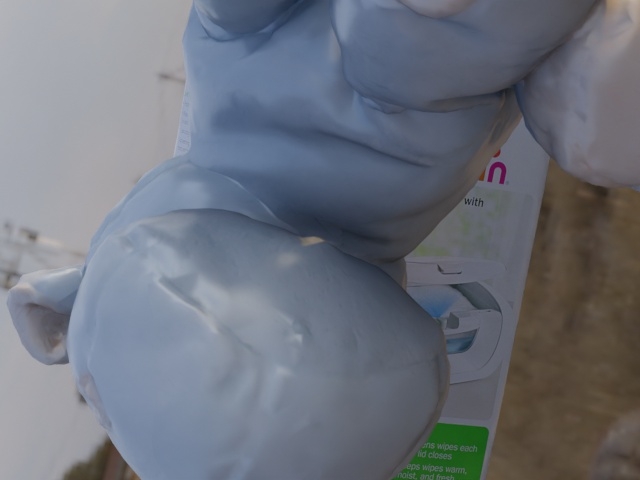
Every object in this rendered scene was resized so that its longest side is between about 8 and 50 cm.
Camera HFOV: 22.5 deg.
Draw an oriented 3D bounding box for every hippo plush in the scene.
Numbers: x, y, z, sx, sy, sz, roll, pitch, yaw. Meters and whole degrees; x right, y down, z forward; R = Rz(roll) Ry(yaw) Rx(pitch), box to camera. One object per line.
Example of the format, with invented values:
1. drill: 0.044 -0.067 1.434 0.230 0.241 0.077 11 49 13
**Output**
1. hippo plush: -0.024 -0.042 0.539 0.236 0.234 0.294 -56 17 9

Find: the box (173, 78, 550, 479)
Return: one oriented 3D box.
1. box: 0.000 0.000 0.902 0.262 0.127 0.231 -157 77 -67
